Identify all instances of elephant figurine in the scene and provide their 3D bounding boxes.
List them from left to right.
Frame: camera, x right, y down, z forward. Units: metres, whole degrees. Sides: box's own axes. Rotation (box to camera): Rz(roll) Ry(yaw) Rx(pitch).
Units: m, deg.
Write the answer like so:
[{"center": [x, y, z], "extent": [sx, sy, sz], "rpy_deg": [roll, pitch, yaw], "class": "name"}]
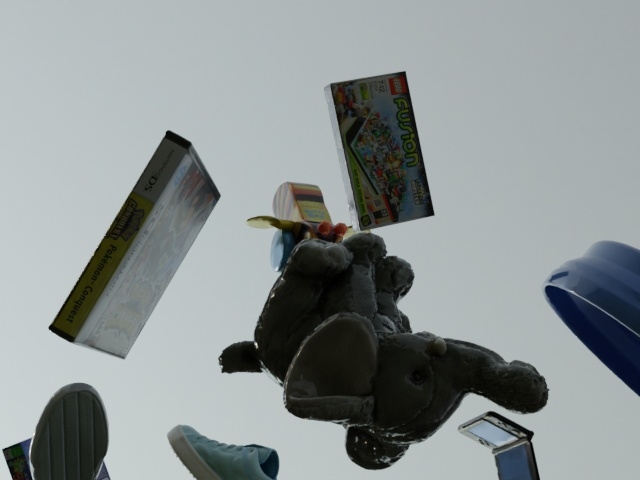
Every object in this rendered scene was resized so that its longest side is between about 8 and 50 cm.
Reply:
[{"center": [0.043, 0.112, 0.940], "extent": [0.239, 0.169, 0.186], "rpy_deg": [61, -41, 47], "class": "elephant figurine"}]

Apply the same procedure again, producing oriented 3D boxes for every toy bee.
[{"center": [0.000, 0.000, 1.760], "extent": [0.298, 0.195, 0.162], "rpy_deg": [57, -40, 27], "class": "toy bee"}]

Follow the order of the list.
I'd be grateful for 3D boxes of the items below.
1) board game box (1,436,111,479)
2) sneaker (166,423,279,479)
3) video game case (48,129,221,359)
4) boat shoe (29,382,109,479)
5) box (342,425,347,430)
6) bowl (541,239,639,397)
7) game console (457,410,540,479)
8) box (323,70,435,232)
[{"center": [-0.392, 0.352, 1.696], "extent": [0.035, 0.201, 0.136], "rpy_deg": [-22, -94, 17], "class": "board game box"}, {"center": [-0.155, 0.447, 2.165], "extent": [0.366, 0.150, 0.135], "rpy_deg": [36, -19, 41], "class": "sneaker"}, {"center": [-0.205, 0.017, 1.312], "extent": [0.035, 0.248, 0.275], "rpy_deg": [29, -8, 7], "class": "video game case"}, {"center": [-0.285, 0.248, 1.232], "extent": [0.076, 0.083, 0.226], "rpy_deg": [-133, -129, -59], "class": "boat shoe"}, {"center": [0.047, 0.216, 1.630], "extent": [0.137, 0.094, 0.027], "rpy_deg": [51, -15, -4], "class": "box"}, {"center": [0.391, 0.143, 1.104], "extent": [0.391, 0.077, 0.391], "rpy_deg": [42, -2, 2], "class": "bowl"}, {"center": [0.253, 0.306, 1.600], "extent": [0.107, 0.071, 0.122], "rpy_deg": [28, -26, -6], "class": "game console"}, {"center": [0.082, -0.123, 1.552], "extent": [0.036, 0.114, 0.207], "rpy_deg": [173, -95, -74], "class": "box"}]
